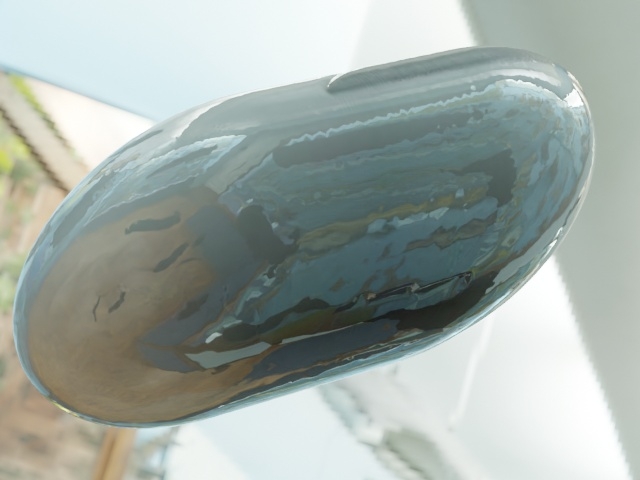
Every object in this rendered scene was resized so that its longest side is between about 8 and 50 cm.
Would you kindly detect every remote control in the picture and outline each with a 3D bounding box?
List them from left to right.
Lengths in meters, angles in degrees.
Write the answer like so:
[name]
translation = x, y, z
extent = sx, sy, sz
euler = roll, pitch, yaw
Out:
[remote control]
translation = 0.000, 0.000, 0.965
extent = 0.332, 0.103, 0.221
euler = -13, -34, -30
